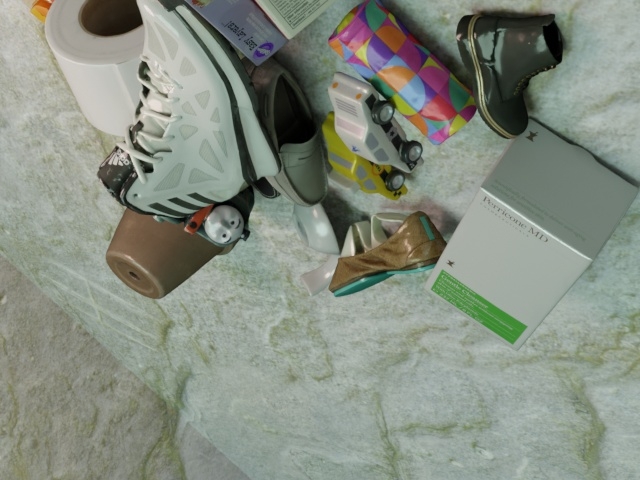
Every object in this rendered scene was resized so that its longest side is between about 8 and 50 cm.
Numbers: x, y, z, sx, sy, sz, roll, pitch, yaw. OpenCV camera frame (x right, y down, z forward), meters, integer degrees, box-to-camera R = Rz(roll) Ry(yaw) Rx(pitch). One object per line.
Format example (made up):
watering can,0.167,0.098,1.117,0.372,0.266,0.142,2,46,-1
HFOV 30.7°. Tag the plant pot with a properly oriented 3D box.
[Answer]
plant pot,-0.326,-0.010,2.433,0.263,0.229,0.263,29,153,16

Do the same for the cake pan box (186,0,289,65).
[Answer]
cake pan box,-0.168,-0.382,1.589,0.246,0.070,0.267,57,-170,21

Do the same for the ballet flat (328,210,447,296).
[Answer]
ballet flat,0.108,0.016,2.094,0.342,0.116,0.124,-24,82,62

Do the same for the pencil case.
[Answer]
pencil case,0.121,-0.239,1.664,0.236,0.104,0.104,43,153,-13

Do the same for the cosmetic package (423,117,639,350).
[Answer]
cosmetic package,0.309,0.001,1.783,0.197,0.155,0.365,34,155,9

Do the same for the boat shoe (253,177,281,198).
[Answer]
boat shoe,-0.156,-0.170,2.113,0.102,0.092,0.285,12,146,39

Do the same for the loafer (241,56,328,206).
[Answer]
loafer,-0.052,-0.172,1.966,0.111,0.112,0.319,23,152,41

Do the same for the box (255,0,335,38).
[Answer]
box,-0.063,-0.403,1.506,0.232,0.148,0.127,48,-171,-23

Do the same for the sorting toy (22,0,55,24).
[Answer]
sorting toy,-0.450,-0.407,2.125,0.208,0.038,0.193,44,153,-17

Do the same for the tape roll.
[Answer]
tape roll,-0.297,-0.310,1.874,0.246,0.246,0.169,21,150,26

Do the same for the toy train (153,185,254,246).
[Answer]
toy train,-0.212,-0.082,2.158,0.190,0.142,0.334,32,-173,-11

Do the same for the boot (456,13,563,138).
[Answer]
boot,0.274,-0.215,1.558,0.137,0.077,0.198,4,142,38

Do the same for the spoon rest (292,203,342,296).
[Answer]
spoon rest,0.000,0.000,2.225,0.137,0.084,0.276,58,163,30

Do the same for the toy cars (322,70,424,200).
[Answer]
toy cars,0.063,-0.136,1.807,0.176,0.087,0.394,39,171,4

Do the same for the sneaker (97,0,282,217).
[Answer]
sneaker,-0.229,-0.174,1.727,0.169,0.257,0.447,50,170,35
